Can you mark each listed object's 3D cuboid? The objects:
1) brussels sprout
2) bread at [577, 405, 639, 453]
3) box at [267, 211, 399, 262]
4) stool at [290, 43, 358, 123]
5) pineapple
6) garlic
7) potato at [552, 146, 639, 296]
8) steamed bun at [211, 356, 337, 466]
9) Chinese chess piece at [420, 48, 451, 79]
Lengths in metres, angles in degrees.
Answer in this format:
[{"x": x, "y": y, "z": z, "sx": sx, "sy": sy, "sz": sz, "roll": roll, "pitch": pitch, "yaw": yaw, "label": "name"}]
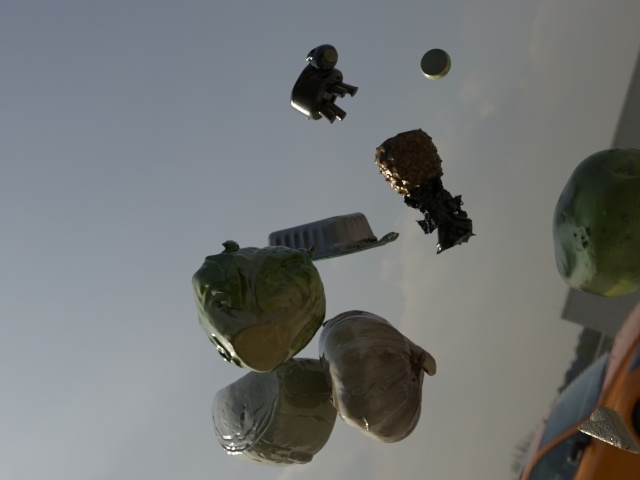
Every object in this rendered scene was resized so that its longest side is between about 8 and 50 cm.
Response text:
[{"x": -0.122, "y": 0.115, "z": 1.642, "sx": 0.294, "sy": 0.259, "sz": 0.227, "roll": -102, "pitch": 6, "yaw": -51, "label": "brussels sprout"}, {"x": 0.761, "y": 0.523, "z": 2.155, "sx": 0.105, "sy": 0.077, "sz": 0.152, "roll": -58, "pitch": 22, "yaw": 26, "label": "bread"}, {"x": 0.000, "y": 0.000, "z": 2.163, "sx": 0.264, "sy": 0.337, "sz": 0.106, "roll": -11, "pitch": -91, "yaw": -58, "label": "box"}, {"x": 0.008, "y": -0.408, "z": 2.205, "sx": 0.153, "sy": 0.139, "sz": 0.228, "roll": -54, "pitch": -15, "yaw": -21, "label": "stool"}, {"x": 0.206, "y": -0.094, "z": 1.600, "sx": 0.128, "sy": 0.248, "sz": 0.128, "roll": -27, "pitch": -7, "yaw": -4, "label": "pineapple"}, {"x": 0.118, "y": 0.304, "z": 1.855, "sx": 0.241, "sy": 0.322, "sz": 0.322, "roll": -49, "pitch": -15, "yaw": 15, "label": "garlic"}, {"x": 0.530, "y": -0.031, "z": 1.465, "sx": 0.216, "sy": 0.216, "sz": 0.304, "roll": -56, "pitch": -28, "yaw": -37, "label": "potato"}, {"x": -0.119, "y": 0.452, "z": 2.069, "sx": 0.247, "sy": 0.383, "sz": 0.236, "roll": 11, "pitch": -123, "yaw": -33, "label": "steamed bun"}, {"x": 0.309, "y": -0.472, "z": 2.196, "sx": 0.034, "sy": 0.084, "sz": 0.084, "roll": 23, "pitch": -95, "yaw": -60, "label": "Chinese chess piece"}]
